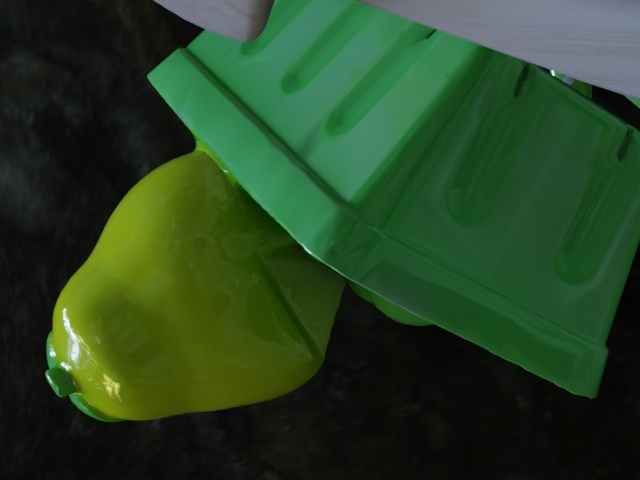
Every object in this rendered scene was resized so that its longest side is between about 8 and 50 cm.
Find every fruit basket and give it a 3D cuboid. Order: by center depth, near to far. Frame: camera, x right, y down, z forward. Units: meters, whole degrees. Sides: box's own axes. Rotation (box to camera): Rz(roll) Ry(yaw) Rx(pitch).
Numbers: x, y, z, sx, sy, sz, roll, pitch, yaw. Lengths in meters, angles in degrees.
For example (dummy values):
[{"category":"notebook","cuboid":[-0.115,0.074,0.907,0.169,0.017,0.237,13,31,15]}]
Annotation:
[{"category":"fruit basket","cuboid":[0.000,0.000,1.236,0.283,0.392,0.392,27,-104,-31]}]

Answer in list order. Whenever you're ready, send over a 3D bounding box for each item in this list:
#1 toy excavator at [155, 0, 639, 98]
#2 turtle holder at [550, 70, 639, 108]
[{"category":"toy excavator","cuboid":[0.199,-0.062,0.460,0.433,0.445,0.222,26,-111,-24]},{"category":"turtle holder","cuboid":[0.301,-0.234,1.420,0.320,0.227,0.243,49,-132,-1]}]
